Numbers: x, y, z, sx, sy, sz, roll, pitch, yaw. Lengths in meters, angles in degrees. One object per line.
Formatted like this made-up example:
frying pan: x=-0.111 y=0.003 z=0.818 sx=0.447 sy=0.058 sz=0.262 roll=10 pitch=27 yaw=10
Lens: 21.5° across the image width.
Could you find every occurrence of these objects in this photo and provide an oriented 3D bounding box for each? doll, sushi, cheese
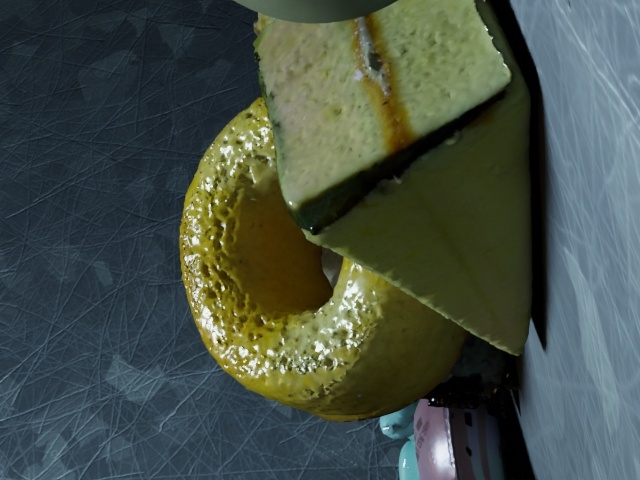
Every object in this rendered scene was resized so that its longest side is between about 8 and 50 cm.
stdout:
doll: x=0.096 y=0.164 z=1.582 sx=0.159 sy=0.059 sz=0.158 roll=-49 pitch=-49 yaw=-55
sushi: x=0.104 y=0.092 z=1.355 sx=0.084 sy=0.094 sz=0.098 roll=86 pitch=175 yaw=-64
cheese: x=0.129 y=0.173 z=1.487 sx=0.286 sy=0.074 sz=0.189 roll=-73 pitch=-26 yaw=-67

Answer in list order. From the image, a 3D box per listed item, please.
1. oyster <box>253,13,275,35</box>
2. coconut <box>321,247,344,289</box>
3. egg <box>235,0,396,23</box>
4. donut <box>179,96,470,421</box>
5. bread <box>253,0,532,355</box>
oyster: x=-0.009 y=-0.177 z=1.671 sx=0.351 sy=0.115 sz=0.238 roll=85 pitch=-178 yaw=-61
coconut: x=0.023 y=-0.042 z=1.477 sx=0.194 sy=0.194 sz=0.194 roll=166 pitch=90 yaw=-88
egg: x=-0.008 y=-0.223 z=0.807 sx=0.186 sy=0.186 sz=0.241 roll=-107 pitch=7 yaw=-61
donut: x=0.001 y=0.002 z=1.309 sx=0.108 sy=0.277 sz=0.277 roll=11 pitch=-121 yaw=-53
bread: x=0.101 y=-0.062 z=1.076 sx=0.264 sy=0.163 sz=0.167 roll=30 pitch=-146 yaw=-46
